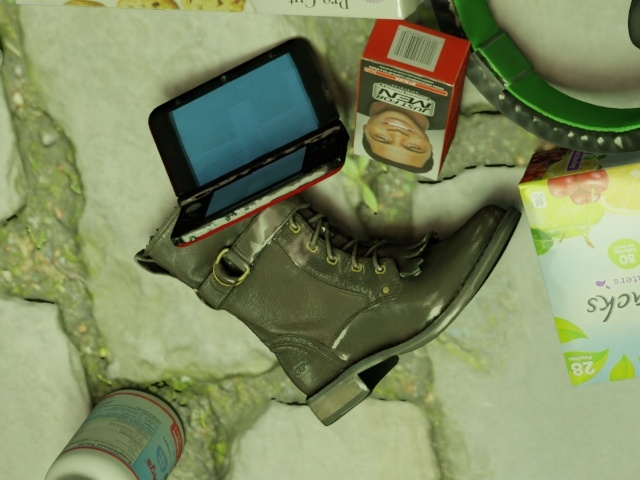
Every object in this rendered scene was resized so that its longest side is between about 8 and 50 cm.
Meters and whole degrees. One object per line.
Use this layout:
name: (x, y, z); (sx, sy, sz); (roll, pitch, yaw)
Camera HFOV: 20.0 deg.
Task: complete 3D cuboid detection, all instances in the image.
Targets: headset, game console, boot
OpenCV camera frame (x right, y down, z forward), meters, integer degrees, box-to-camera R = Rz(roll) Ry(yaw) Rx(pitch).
headset: (0.245, -0.228, 1.223); (0.243, 0.185, 0.394); (51, 134, 2)
game console: (-0.060, -0.074, 1.362); (0.144, 0.124, 0.085); (-26, 106, 12)
boot: (0.000, 0.000, 1.419); (0.229, 0.091, 0.263); (47, 111, 1)

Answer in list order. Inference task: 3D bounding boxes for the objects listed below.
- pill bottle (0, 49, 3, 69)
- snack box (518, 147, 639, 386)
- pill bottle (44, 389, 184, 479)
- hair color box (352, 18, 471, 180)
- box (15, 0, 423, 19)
pill bottle: (-0.319, -0.150, 1.450); (0.116, 0.065, 0.065); (28, 119, 3)
snack box: (0.270, 0.007, 1.348); (0.207, 0.070, 0.174); (-8, 111, 21)
pill bottle: (-0.178, 0.198, 1.518); (0.087, 0.160, 0.087); (7, 116, 14)
hair color box: (0.065, -0.103, 1.330); (0.072, 0.043, 0.141); (18, 155, 8)
box: (-0.079, -0.206, 1.328); (0.324, 0.063, 0.067); (6, 117, 24)
